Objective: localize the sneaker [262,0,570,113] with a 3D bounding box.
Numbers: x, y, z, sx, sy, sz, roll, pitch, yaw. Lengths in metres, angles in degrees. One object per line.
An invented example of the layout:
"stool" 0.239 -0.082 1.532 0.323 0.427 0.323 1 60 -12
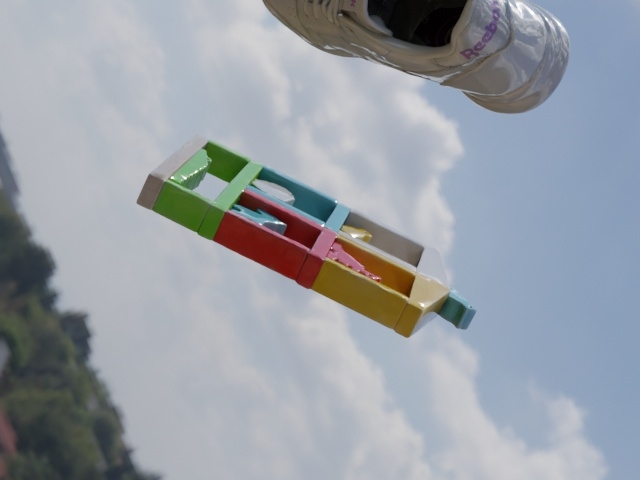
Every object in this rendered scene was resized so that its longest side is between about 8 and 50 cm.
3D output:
"sneaker" 0.048 -0.196 1.267 0.305 0.114 0.152 25 1 40

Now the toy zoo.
"toy zoo" 0.000 0.000 1.400 0.293 0.030 0.192 26 16 1
